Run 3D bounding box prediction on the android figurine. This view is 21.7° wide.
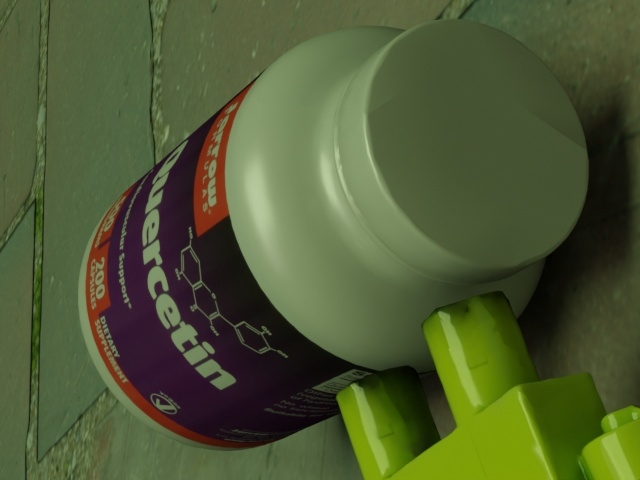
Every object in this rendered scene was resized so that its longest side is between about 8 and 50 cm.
[{"bbox_3d":[0.091,0.168,0.729,0.248,0.056,0.273,-47,58,49],"label":"android figurine"}]

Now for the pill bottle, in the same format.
[{"bbox_3d":[0.000,0.000,0.905,0.323,0.181,0.182,-33,50,57],"label":"pill bottle"}]
